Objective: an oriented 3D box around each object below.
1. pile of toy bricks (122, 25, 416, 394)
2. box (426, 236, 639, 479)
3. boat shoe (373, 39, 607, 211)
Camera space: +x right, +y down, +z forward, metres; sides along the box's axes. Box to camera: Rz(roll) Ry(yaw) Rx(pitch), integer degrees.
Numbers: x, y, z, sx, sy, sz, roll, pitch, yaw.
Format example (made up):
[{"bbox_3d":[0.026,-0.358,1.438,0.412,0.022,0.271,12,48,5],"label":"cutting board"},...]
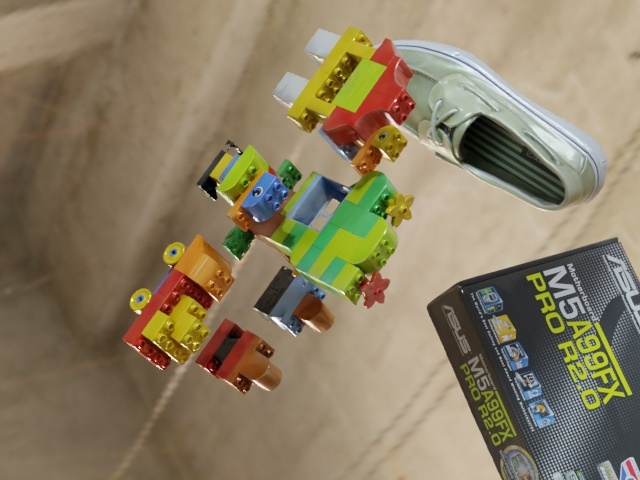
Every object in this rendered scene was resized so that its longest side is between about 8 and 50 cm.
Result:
[{"bbox_3d":[0.000,0.000,0.862,0.212,0.105,0.118,-55,-42,-10],"label":"pile of toy bricks"},{"bbox_3d":[0.243,0.146,1.468,0.216,0.270,0.060,-13,-16,-35],"label":"box"},{"bbox_3d":[0.161,-0.127,1.673,0.094,0.302,0.109,-26,-41,-57],"label":"boat shoe"}]
